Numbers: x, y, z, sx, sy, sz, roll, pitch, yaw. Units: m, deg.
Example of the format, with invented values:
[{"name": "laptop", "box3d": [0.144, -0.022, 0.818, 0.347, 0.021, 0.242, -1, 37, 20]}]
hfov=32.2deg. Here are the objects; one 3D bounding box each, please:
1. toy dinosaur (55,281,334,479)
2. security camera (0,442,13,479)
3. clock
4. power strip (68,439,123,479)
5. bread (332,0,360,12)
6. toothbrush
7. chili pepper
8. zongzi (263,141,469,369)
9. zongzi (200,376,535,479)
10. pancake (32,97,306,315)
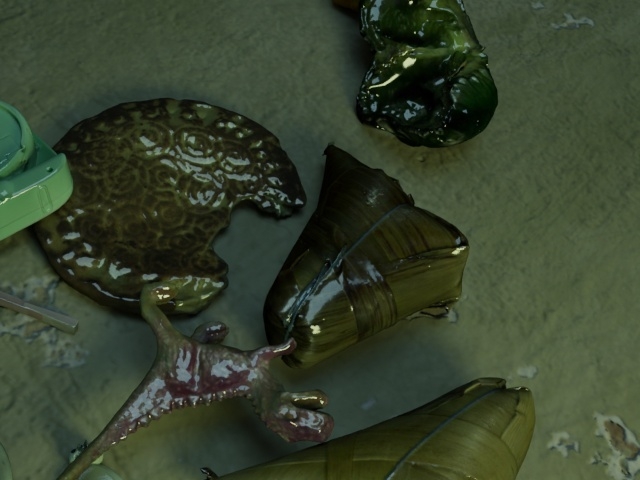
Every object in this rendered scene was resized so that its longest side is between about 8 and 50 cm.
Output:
[{"name": "toy dinosaur", "box3d": [-0.125, 0.128, 0.970, 0.251, 0.072, 0.199, 0, 41, -19]}, {"name": "security camera", "box3d": [-0.308, 0.247, 0.854, 0.157, 0.080, 0.301, -7, 52, -20]}, {"name": "clock", "box3d": [-0.348, -0.080, 1.093, 0.148, 0.060, 0.188, -33, 60, -22]}, {"name": "power strip", "box3d": [-0.192, 0.208, 0.941, 0.055, 0.035, 0.083, -10, 58, -22]}, {"name": "bread", "box3d": [0.116, -0.404, 1.445, 0.077, 0.139, 0.271, 31, 48, 22]}, {"name": "toothbrush", "box3d": [-0.319, 0.046, 1.046, 0.194, 0.014, 0.017, 23, 50, 3]}, {"name": "chili pepper", "box3d": [0.121, -0.201, 1.316, 0.148, 0.116, 0.264, 6, 51, -26]}, {"name": "zongzi", "box3d": [0.000, 0.000, 1.116, 0.221, 0.112, 0.242, -24, 55, -29]}, {"name": "zongzi", "box3d": [0.050, 0.192, 0.991, 0.256, 0.115, 0.228, 16, 39, 18]}, {"name": "pancake", "box3d": [-0.154, -0.042, 1.153, 0.286, 0.033, 0.288, 2, 53, -16]}]
